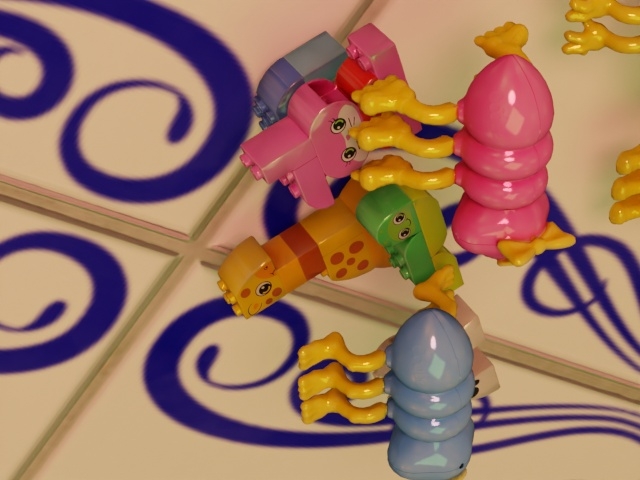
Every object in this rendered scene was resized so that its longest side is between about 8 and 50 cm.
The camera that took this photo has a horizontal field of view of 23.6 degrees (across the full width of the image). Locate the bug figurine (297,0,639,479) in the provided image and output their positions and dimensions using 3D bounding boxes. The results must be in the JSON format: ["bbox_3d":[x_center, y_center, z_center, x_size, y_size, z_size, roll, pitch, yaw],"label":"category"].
[{"bbox_3d":[0.115,-0.015,0.650,0.279,0.072,0.216,-30,135,-25],"label":"bug figurine"}]

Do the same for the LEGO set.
[{"bbox_3d":[0.000,0.000,0.684,0.093,0.087,0.227,-32,136,-9],"label":"LEGO set"}]
